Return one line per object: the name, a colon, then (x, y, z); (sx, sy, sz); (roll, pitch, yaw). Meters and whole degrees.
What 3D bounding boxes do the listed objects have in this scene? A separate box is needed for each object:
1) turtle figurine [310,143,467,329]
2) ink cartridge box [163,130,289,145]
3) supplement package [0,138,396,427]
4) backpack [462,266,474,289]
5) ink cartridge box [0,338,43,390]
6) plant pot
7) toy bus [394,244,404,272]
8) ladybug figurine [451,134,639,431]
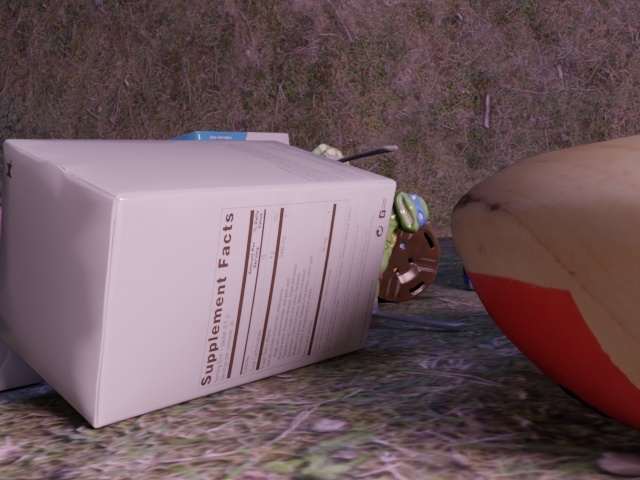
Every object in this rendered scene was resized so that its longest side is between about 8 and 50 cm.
turtle figurine: (0.000, 0.000, 0.866); (0.266, 0.198, 0.275); (-21, 24, 7)
ink cartridge box: (-0.172, -0.030, 1.207); (0.197, 0.270, 0.198); (-5, 1, 43)
supplement package: (-0.103, 0.014, 0.640); (0.292, 0.176, 0.177); (-7, 23, -45)
backpack: (0.287, -0.017, 1.099); (0.158, 0.174, 0.116); (-2, 3, 38)
ink cartridge box: (-0.346, 0.086, 0.726); (0.061, 0.105, 0.181); (-7, 3, -44)
plant pot: (0.088, 0.014, 1.100); (0.166, 0.167, 0.165); (-6, 10, -15)
toy bus: (0.086, 0.016, 1.314); (0.220, 0.150, 0.211); (-2, 15, -2)
ladybug figurine: (0.239, 0.018, 0.449); (0.304, 0.162, 0.449); (-5, 3, 5)
